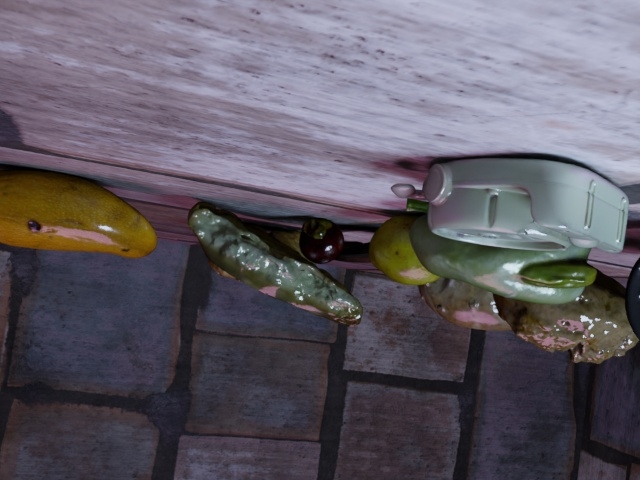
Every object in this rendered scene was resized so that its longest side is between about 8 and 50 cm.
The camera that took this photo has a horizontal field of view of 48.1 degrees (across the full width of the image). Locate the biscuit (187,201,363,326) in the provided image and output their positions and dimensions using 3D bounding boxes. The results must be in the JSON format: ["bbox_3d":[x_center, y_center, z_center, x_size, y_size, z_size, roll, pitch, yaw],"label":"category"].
[{"bbox_3d":[-0.069,0.048,1.242,0.335,0.078,0.329,34,-174,30],"label":"biscuit"}]

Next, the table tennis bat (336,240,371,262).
[{"bbox_3d":[0.087,0.015,1.316,0.174,0.022,0.301,-15,-170,-35],"label":"table tennis bat"}]

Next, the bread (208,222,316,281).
[{"bbox_3d":[-0.119,0.036,1.579,0.245,0.134,0.244,11,177,1],"label":"bread"}]

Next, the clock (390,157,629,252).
[{"bbox_3d":[0.165,-0.029,0.647,0.191,0.062,0.152,5,175,43],"label":"clock"}]

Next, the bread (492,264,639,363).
[{"bbox_3d":[0.338,0.087,1.018,0.230,0.123,0.230,28,-164,-8],"label":"bread"}]

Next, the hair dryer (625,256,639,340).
[{"bbox_3d":[0.528,0.034,0.873,0.284,0.155,0.320,-17,178,26],"label":"hair dryer"}]

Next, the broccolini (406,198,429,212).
[{"bbox_3d":[0.162,-0.035,0.832,0.140,0.030,0.035,14,143,27],"label":"broccolini"}]

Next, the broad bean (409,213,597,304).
[{"bbox_3d":[0.220,0.017,0.880,0.228,0.100,0.169,13,-166,37],"label":"broad bean"}]

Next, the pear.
[{"bbox_3d":[0.131,0.012,1.015,0.131,0.107,0.107,-4,169,44],"label":"pear"}]

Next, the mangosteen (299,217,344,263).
[{"bbox_3d":[0.001,0.001,1.242,0.081,0.080,0.081,8,176,1],"label":"mangosteen"}]

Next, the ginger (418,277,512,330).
[{"bbox_3d":[0.337,0.098,1.386,0.245,0.155,0.304,3,173,33],"label":"ginger"}]

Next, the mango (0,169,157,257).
[{"bbox_3d":[-0.406,-0.045,1.136,0.295,0.120,0.177,7,168,-10],"label":"mango"}]
